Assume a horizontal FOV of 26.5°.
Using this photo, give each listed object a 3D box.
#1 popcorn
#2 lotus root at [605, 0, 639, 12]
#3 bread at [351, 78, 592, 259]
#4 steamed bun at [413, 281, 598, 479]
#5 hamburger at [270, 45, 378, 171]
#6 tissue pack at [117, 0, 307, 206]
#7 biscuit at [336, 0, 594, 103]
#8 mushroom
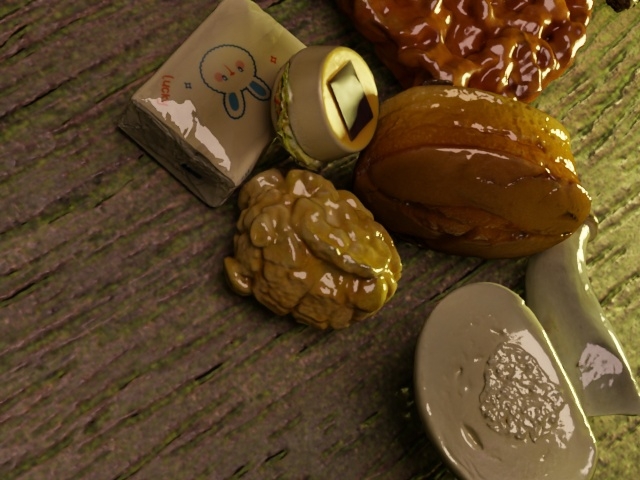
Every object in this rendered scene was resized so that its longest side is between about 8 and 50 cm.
[{"bbox_3d":[-0.012,0.010,1.438,0.163,0.140,0.194,-37,87,-35],"label":"popcorn"},{"bbox_3d":[0.488,-0.391,1.791,0.310,0.183,0.183,-30,85,-24],"label":"lotus root"},{"bbox_3d":[0.167,-0.067,1.512,0.270,0.195,0.142,12,58,-21],"label":"bread"},{"bbox_3d":[0.183,0.174,1.432,0.155,0.200,0.250,-24,80,2],"label":"steamed bun"},{"bbox_3d":[-0.001,-0.140,1.436,0.126,0.081,0.141,54,44,-35],"label":"hamburger"},{"bbox_3d":[-0.102,-0.158,1.482,0.148,0.092,0.196,40,60,-7],"label":"tissue pack"},{"bbox_3d":[0.168,-0.298,1.643,0.318,0.110,0.312,-38,88,-30],"label":"biscuit"},{"bbox_3d":[0.289,0.080,1.566,0.118,0.103,0.270,2,65,-23],"label":"mushroom"}]
